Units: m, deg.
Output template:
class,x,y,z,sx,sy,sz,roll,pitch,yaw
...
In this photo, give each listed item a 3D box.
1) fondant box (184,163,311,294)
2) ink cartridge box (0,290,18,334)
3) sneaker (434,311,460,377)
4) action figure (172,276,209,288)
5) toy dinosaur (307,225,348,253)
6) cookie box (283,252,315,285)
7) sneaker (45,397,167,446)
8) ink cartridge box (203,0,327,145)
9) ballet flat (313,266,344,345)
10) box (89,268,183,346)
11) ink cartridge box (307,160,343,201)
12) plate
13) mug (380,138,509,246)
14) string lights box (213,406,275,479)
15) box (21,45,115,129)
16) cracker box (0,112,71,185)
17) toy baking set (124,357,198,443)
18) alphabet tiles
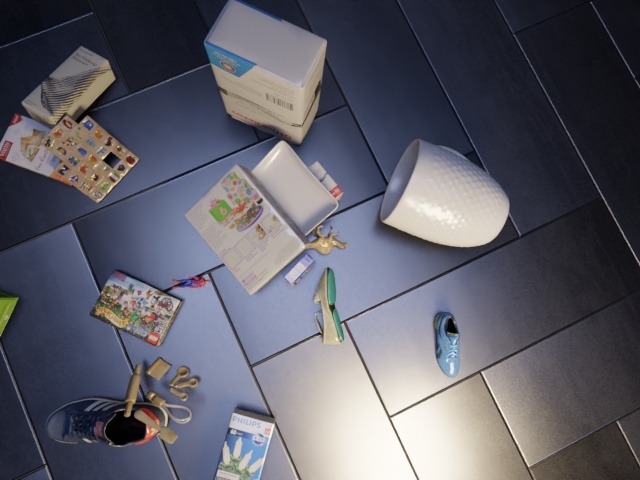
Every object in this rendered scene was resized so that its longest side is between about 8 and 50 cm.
class,x,y,z,sx,sy,sz,roll,pitch,yaw
fondant box,-0.226,-0.035,1.352,0.238,0.096,0.330,-41,87,12
ink cartridge box,-1.080,0.260,1.304,0.189,0.097,0.255,21,84,0
sneaker,0.409,0.333,1.378,0.069,0.082,0.209,-4,84,-5
action figure,-0.415,0.136,1.389,0.115,0.030,0.038,-5,78,-6
toy dinosaur,0.000,0.000,1.415,0.183,0.053,0.092,-6,84,-4
cookie box,-0.067,0.095,1.379,0.040,0.092,0.107,44,83,6
sneaker,-0.639,0.535,1.262,0.350,0.148,0.131,-4,83,-3
ink cartridge box,-0.152,-0.477,1.301,0.286,0.395,0.166,25,80,0
ballet flat,0.015,0.212,1.379,0.086,0.086,0.248,-9,84,-4
box,-0.576,0.211,1.361,0.233,0.044,0.159,25,82,1
ink cartridge box,0.007,-0.180,1.415,0.056,0.099,0.135,-39,87,-10
plate,-0.121,-0.128,1.389,0.278,0.045,0.277,-42,85,18
mug,0.402,-0.160,1.371,0.328,0.276,0.374,22,51,-5
string lights box,-0.234,0.656,1.303,0.133,0.077,0.259,15,82,0
box,-0.798,-0.482,1.386,0.113,0.094,0.275,27,68,1
cracker box,-0.895,-0.293,1.401,0.232,0.067,0.155,20,81,0
toy baking set,-0.468,0.455,1.267,0.197,0.030,0.256,9,40,-10
alphabet tiles,-0.741,-0.268,1.375,0.237,0.009,0.198,44,81,-28
